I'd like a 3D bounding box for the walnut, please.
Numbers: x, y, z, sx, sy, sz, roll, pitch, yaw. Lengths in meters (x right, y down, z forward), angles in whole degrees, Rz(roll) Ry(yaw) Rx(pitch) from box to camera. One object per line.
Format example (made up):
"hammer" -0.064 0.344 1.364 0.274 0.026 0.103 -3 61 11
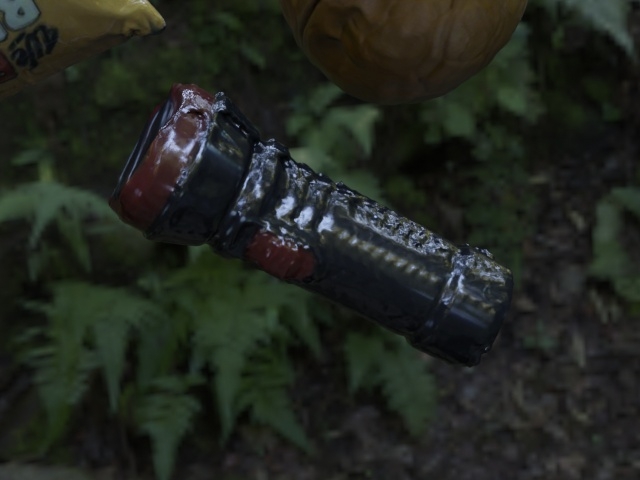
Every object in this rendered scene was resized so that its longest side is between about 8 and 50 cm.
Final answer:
"walnut" 0.055 -0.177 1.102 0.167 0.167 0.207 -12 -18 -16

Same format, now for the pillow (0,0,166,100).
"pillow" -0.338 -0.237 1.417 0.310 0.312 0.119 -29 8 0

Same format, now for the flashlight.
"flashlight" 0.000 0.000 0.969 0.232 0.093 0.093 28 15 -12
